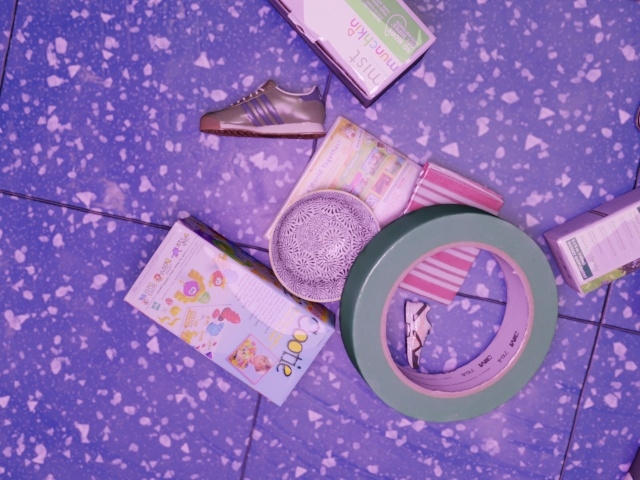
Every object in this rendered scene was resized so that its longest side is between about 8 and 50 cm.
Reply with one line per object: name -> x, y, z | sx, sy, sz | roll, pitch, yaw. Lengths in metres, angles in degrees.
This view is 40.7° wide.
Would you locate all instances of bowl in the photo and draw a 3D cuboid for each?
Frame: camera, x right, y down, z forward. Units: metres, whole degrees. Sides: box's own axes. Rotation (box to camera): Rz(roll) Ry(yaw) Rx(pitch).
bowl -> 0.000, 0.000, 1.286 | 0.170, 0.080, 0.170 | -3, 104, -13

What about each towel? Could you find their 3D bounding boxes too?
towel -> 0.179, -0.007, 1.324 | 0.144, 0.029, 0.197 | 23, 100, -17

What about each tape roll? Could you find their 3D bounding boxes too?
tape roll -> 0.191, 0.109, 1.281 | 0.322, 0.077, 0.321 | -3, 104, -14

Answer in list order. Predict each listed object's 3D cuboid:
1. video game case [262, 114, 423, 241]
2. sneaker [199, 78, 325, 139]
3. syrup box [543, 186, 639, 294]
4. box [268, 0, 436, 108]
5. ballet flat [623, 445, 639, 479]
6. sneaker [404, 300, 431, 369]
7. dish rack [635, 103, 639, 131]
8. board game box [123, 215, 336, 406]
video game case -> 0.055, -0.045, 1.343 | 0.206, 0.026, 0.227 | 32, 96, -2
sneaker -> -0.086, -0.202, 1.317 | 0.192, 0.064, 0.086 | 2, 87, 1
syrup box -> 0.470, -0.016, 1.300 | 0.237, 0.096, 0.093 | -26, 96, 4
box -> 0.022, -0.323, 1.217 | 0.127, 0.231, 0.262 | -42, 92, 4
ballet flat -> 0.505, 0.424, 1.351 | 0.074, 0.074, 0.203 | -15, 97, 2
sneaker -> 0.153, 0.148, 1.349 | 0.044, 0.040, 0.109 | 0, 95, -1
dish rack -> 0.639, -0.220, 1.294 | 0.272, 0.074, 0.208 | 19, 96, -2
board game box -> -0.129, 0.100, 1.300 | 0.275, 0.142, 0.144 | 35, 95, -1
